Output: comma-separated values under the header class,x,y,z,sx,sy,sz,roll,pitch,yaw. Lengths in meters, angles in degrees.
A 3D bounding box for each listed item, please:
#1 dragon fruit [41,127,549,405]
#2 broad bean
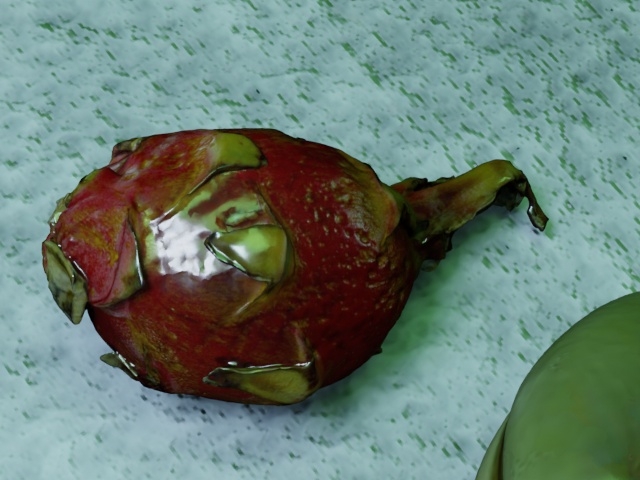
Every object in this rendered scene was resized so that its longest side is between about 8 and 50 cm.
class,x,y,z,sx,sy,sz,roll,pitch,yaw
dragon fruit,0.000,0.000,0.843,0.246,0.125,0.125,-15,89,-37
broad bean,0.180,0.100,0.808,0.263,0.121,0.189,-3,53,-25
